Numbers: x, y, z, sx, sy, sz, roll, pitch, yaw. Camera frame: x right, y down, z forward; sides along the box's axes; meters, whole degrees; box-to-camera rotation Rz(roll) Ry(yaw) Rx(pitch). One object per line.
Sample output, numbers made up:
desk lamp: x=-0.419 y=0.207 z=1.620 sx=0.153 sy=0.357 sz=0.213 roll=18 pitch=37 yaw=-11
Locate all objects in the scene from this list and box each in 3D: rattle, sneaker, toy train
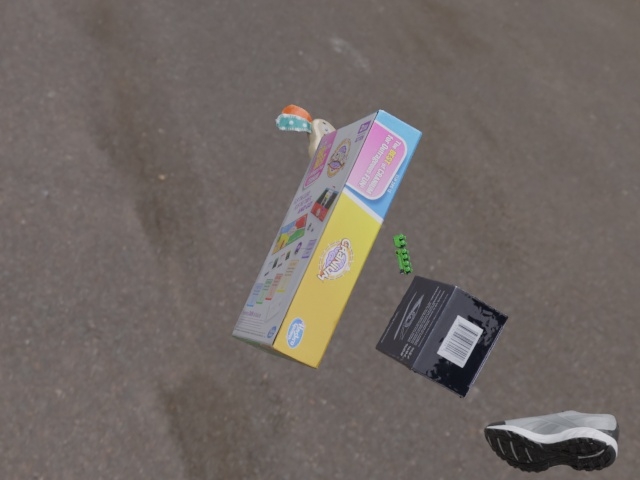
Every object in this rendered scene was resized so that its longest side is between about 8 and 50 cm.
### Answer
rattle: x=0.035 y=-0.178 z=1.632 sx=0.130 sy=0.143 sz=0.200 roll=-29 pitch=83 yaw=-38
sneaker: x=0.444 y=0.377 z=1.879 sx=0.271 sy=0.100 sz=0.108 roll=-5 pitch=29 yaw=35
toy train: x=0.153 y=0.027 z=1.832 sx=0.017 sy=0.023 sz=0.083 roll=30 pitch=46 yaw=-56

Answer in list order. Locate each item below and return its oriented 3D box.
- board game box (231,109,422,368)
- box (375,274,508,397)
board game box: x=0.000 y=0.000 z=1.271 sx=0.064 sy=0.316 sz=0.242 roll=27 pitch=-8 yaw=-14
box: x=0.196 y=0.154 z=1.627 sx=0.108 sy=0.153 sz=0.207 roll=30 pitch=-3 yaw=-13
